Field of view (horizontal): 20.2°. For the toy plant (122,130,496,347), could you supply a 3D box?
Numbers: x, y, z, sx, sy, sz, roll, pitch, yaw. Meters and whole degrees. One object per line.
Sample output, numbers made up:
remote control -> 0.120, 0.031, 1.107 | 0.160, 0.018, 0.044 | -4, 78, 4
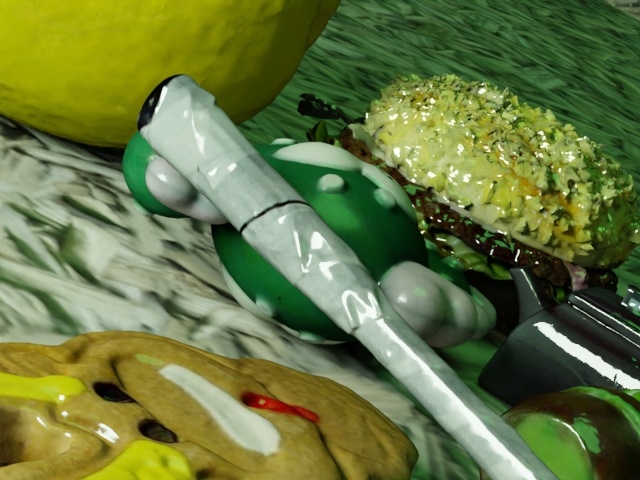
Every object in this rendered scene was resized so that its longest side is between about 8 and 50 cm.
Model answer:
toy plant -> -0.004, -0.002, 1.078 | 0.233, 0.112, 0.243 | 28, 6, 11

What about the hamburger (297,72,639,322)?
hamburger -> 0.113, -0.039, 1.286 | 0.262, 0.138, 0.243 | 16, 15, -34

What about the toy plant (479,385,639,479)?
toy plant -> 0.160, 0.124, 0.960 | 0.093, 0.092, 0.162 | 36, 18, 36

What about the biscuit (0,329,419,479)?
biscuit -> -0.066, 0.092, 0.838 | 0.186, 0.044, 0.295 | 37, 22, 31

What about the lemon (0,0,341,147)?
lemon -> -0.141, -0.225, 1.221 | 0.348, 0.348, 0.348 | 21, 17, -7

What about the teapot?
teapot -> 0.183, 0.075, 1.123 | 0.177, 0.096, 0.087 | 33, 19, 28

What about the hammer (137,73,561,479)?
hammer -> 0.040, 0.041, 0.850 | 0.044, 0.152, 0.427 | 23, 20, -52
